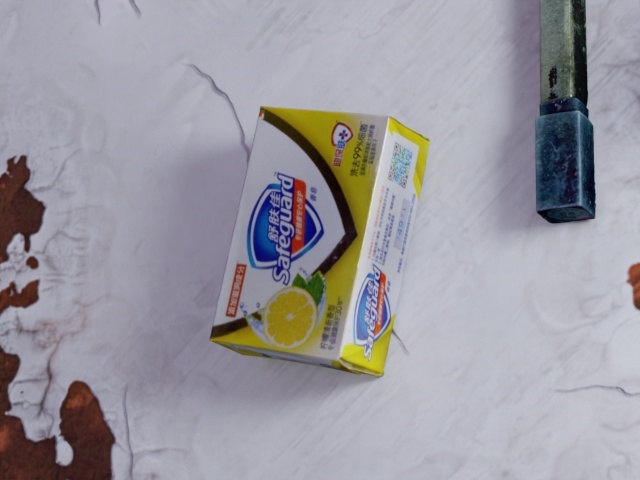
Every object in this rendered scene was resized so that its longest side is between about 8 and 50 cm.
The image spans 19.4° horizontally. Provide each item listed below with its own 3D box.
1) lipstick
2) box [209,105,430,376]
[{"bbox_3d":[0.247,-0.173,1.903,0.051,0.051,0.312,-8,70,28],"label":"lipstick"},{"bbox_3d":[0.000,0.000,1.960,0.168,0.097,0.265,9,81,30],"label":"box"}]
